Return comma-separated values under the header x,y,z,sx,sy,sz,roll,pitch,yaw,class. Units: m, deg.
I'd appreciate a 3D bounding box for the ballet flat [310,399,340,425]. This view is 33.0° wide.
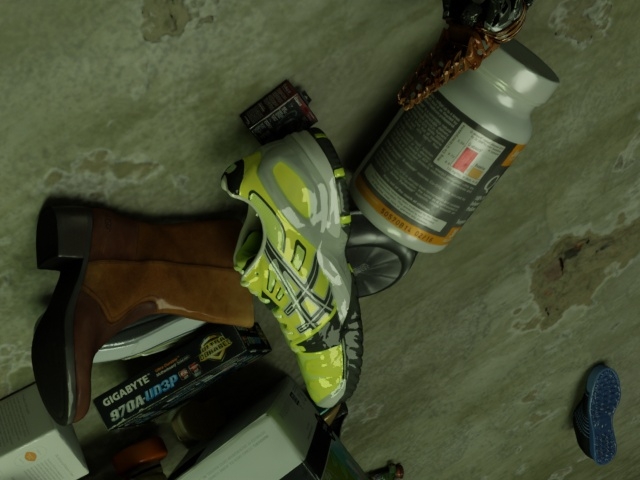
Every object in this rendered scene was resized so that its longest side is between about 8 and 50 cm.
x,y,z,sx,sy,sz,roll,pitch,yaw,class
-0.058,0.334,1.786,0.232,0.080,0.073,-28,109,5,ballet flat

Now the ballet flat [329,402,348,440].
x,y,z,sx,sy,sz,roll,pitch,yaw,class
0.014,0.329,1.855,0.057,0.049,0.173,-15,137,-20,ballet flat

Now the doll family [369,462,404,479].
x,y,z,sx,sy,sz,roll,pitch,yaw,class
0.127,0.513,2.108,0.111,0.076,0.193,-14,142,-29,doll family

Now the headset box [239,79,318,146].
x,y,z,sx,sy,sz,roll,pitch,yaw,class
-0.047,-0.153,1.332,0.083,0.032,0.062,-38,141,4,headset box

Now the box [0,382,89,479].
x,y,z,sx,sy,sz,roll,pitch,yaw,class
-0.429,0.297,1.489,0.170,0.091,0.130,-27,140,-8,box

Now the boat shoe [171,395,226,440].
x,y,z,sx,sy,sz,roll,pitch,yaw,class
-0.191,0.274,1.612,0.059,0.063,0.170,-27,172,10,boat shoe

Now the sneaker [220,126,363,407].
x,y,z,sx,sy,sz,roll,pitch,yaw,class
-0.035,0.046,1.386,0.147,0.145,0.385,-14,114,-11,sneaker

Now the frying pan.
x,y,z,sx,sy,sz,roll,pitch,yaw,class
0.029,-0.007,1.483,0.197,0.053,0.326,-17,145,10,frying pan

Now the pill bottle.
x,y,z,sx,sy,sz,roll,pitch,yaw,class
0.173,-0.132,1.401,0.162,0.162,0.278,14,122,-42,pill bottle

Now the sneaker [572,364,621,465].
x,y,z,sx,sy,sz,roll,pitch,yaw,class
0.561,0.350,2.233,0.081,0.090,0.232,-14,116,-21,sneaker

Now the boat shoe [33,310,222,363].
x,y,z,sx,sy,sz,roll,pitch,yaw,class
-0.228,0.114,1.429,0.302,0.109,0.094,-12,140,-27,boat shoe

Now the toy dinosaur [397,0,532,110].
x,y,z,sx,sy,sz,roll,pitch,yaw,class
0.190,-0.290,1.221,0.164,0.322,0.218,2,154,27,toy dinosaur

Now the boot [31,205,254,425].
x,y,z,sx,sy,sz,roll,pitch,yaw,class
-0.211,0.093,1.335,0.280,0.264,0.096,7,159,-38,boot

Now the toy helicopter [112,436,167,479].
x,y,z,sx,sy,sz,roll,pitch,yaw,class
-0.362,0.408,1.556,0.235,0.140,0.355,-30,166,20,toy helicopter

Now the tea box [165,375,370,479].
x,y,z,sx,sy,sz,roll,pitch,yaw,class
-0.047,0.408,1.579,0.220,0.324,0.329,-37,180,4,tea box

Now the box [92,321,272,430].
x,y,z,sx,sy,sz,roll,pitch,yaw,class
-0.185,0.186,1.498,0.220,0.051,0.175,-31,170,5,box
